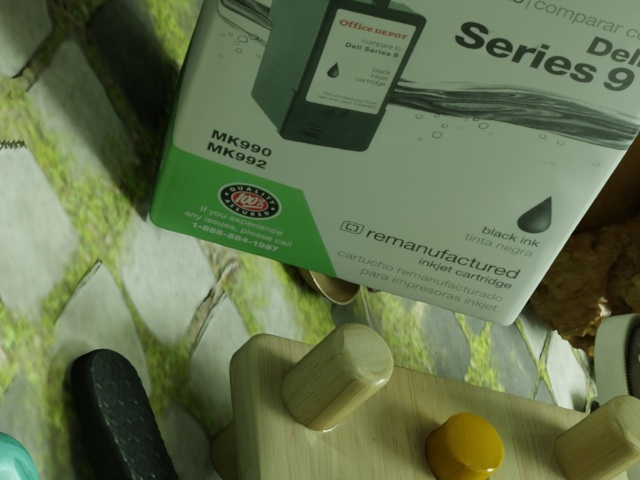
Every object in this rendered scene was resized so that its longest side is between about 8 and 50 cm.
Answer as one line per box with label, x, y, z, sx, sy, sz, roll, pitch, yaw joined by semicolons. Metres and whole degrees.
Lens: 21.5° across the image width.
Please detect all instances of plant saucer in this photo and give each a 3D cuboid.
plant saucer;0.000;0.000;1.037;0.083;0.015;0.083;38;45;-51

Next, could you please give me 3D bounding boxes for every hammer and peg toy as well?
hammer and peg toy;0.084;0.228;0.823;0.266;0.127;0.361;15;49;-31

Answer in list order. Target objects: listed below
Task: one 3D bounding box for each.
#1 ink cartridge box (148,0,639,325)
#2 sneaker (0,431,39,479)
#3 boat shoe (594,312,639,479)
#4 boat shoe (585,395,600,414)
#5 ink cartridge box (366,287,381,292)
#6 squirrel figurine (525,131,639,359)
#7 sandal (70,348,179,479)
ink cartridge box;0.051;-0.107;0.819;0.289;0.211;0.122;114;-11;-51
sneaker;-0.101;0.202;0.634;0.107;0.110;0.275;2;74;-62
boat shoe;0.253;0.197;1.036;0.116;0.096;0.324;1;76;-63
boat shoe;0.244;0.193;1.379;0.043;0.049;0.137;21;56;-55
ink cartridge box;0.050;-0.068;1.082;0.127;0.072;0.175;64;20;-22
squirrel figurine;0.314;-0.095;1.298;0.281;0.370;0.397;25;56;-58
sandal;-0.085;0.138;0.788;0.067;0.040;0.179;23;43;-64
